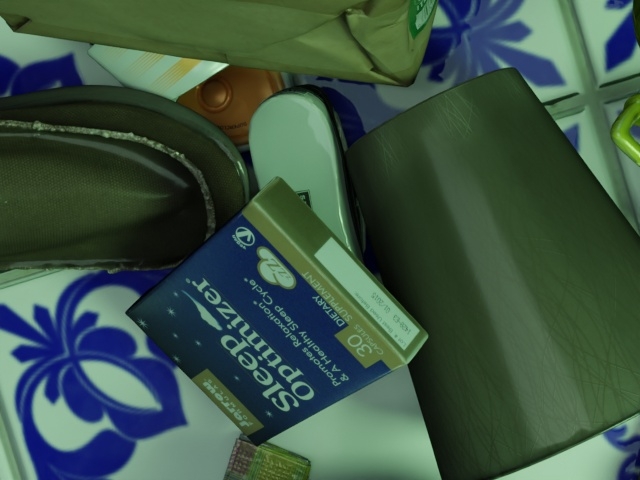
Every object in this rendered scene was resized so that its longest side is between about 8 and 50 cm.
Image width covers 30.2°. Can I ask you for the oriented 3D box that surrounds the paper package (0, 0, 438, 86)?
[{"bbox_3d":[-0.059,-0.288,0.732,0.310,0.168,0.324,9,79,9],"label":"paper package"}]

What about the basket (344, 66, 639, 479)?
[{"bbox_3d":[0.123,0.015,0.777,0.204,0.154,0.226,-25,86,-6],"label":"basket"}]

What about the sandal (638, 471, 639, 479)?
[{"bbox_3d":[0.260,0.182,0.808,0.090,0.060,0.219,14,97,9],"label":"sandal"}]

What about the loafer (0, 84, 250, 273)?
[{"bbox_3d":[-0.232,-0.025,0.819,0.366,0.130,0.133,3,123,7],"label":"loafer"}]

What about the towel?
[{"bbox_3d":[-0.045,0.191,0.890,0.060,0.009,0.083,19,99,7],"label":"towel"}]

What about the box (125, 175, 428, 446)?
[{"bbox_3d":[-0.045,0.062,0.793,0.136,0.036,0.225,46,140,-5],"label":"box"}]

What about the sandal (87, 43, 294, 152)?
[{"bbox_3d":[-0.133,-0.164,0.841,0.102,0.076,0.265,-44,87,11],"label":"sandal"}]

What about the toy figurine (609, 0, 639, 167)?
[{"bbox_3d":[0.274,0.002,0.713,0.363,0.217,0.191,29,65,-10],"label":"toy figurine"}]

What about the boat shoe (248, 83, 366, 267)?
[{"bbox_3d":[0.000,0.000,0.832,0.078,0.070,0.219,0,104,16],"label":"boat shoe"}]
